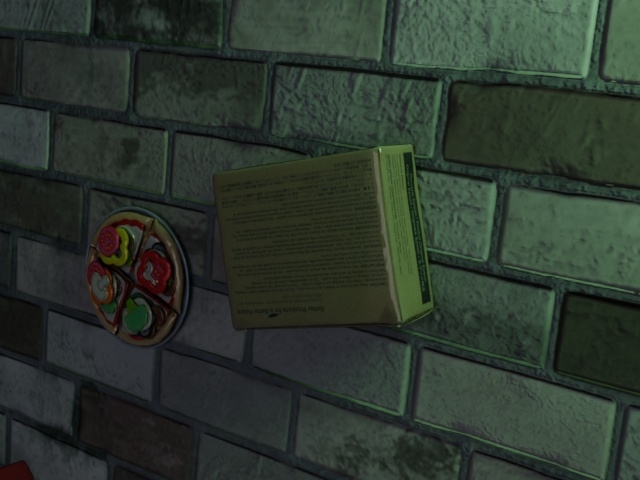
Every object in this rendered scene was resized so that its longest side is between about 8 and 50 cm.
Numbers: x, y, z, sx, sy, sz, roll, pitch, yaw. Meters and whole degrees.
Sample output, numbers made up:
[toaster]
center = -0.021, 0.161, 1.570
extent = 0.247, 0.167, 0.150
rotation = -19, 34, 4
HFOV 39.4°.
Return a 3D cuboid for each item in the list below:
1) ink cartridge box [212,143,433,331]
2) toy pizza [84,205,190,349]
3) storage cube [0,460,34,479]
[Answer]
[ink cartridge box]
center = 0.000, 0.000, 1.027
extent = 0.234, 0.088, 0.193
rotation = -5, 95, 33
[toy pizza]
center = -0.263, 0.054, 1.241
extent = 0.201, 0.032, 0.201
rotation = 5, 99, 33
[storage cube]
center = -0.542, 0.489, 1.387
extent = 0.215, 0.193, 0.184
rotation = -42, 73, 29
